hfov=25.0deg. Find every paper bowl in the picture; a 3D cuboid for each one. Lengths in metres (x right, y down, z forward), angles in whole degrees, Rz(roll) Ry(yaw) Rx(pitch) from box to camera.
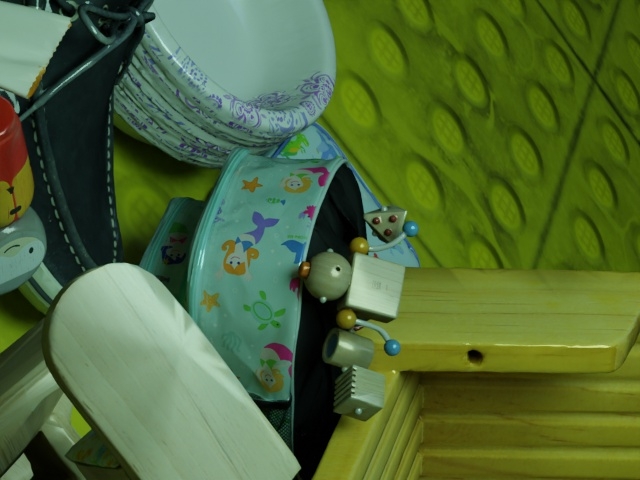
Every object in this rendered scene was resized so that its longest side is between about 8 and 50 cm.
[{"bbox_3d":[-0.129,-0.200,1.337,0.284,0.148,0.284,30,47,-38],"label":"paper bowl"}]

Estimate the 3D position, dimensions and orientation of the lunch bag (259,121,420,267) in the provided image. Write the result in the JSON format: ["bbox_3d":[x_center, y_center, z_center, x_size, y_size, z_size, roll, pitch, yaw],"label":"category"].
[{"bbox_3d":[0.000,0.000,1.425,0.219,0.090,0.176,53,36,-14],"label":"lunch bag"}]

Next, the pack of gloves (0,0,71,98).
[{"bbox_3d":[-0.267,-0.181,0.948,0.232,0.046,0.195,20,45,-2],"label":"pack of gloves"}]

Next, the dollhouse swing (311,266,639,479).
[{"bbox_3d":[0.140,0.245,1.159,0.305,0.315,0.347,-87,177,-61],"label":"dollhouse swing"}]

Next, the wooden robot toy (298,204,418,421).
[{"bbox_3d":[0.014,0.041,1.061,0.079,0.076,0.173,18,69,-21],"label":"wooden robot toy"}]

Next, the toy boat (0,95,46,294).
[{"bbox_3d":[-0.333,-0.033,0.896,0.318,0.148,0.267,5,49,-3],"label":"toy boat"}]

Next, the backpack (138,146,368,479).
[{"bbox_3d":[-0.049,0.051,1.188,0.225,0.191,0.253,-69,167,-46],"label":"backpack"}]

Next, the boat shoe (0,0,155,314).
[{"bbox_3d":[-0.199,-0.186,1.096,0.187,0.156,0.500,-35,119,-78],"label":"boat shoe"}]

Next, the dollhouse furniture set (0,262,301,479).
[{"bbox_3d":[-0.288,0.140,0.742,0.394,0.362,0.256,-42,105,-26],"label":"dollhouse furniture set"}]
